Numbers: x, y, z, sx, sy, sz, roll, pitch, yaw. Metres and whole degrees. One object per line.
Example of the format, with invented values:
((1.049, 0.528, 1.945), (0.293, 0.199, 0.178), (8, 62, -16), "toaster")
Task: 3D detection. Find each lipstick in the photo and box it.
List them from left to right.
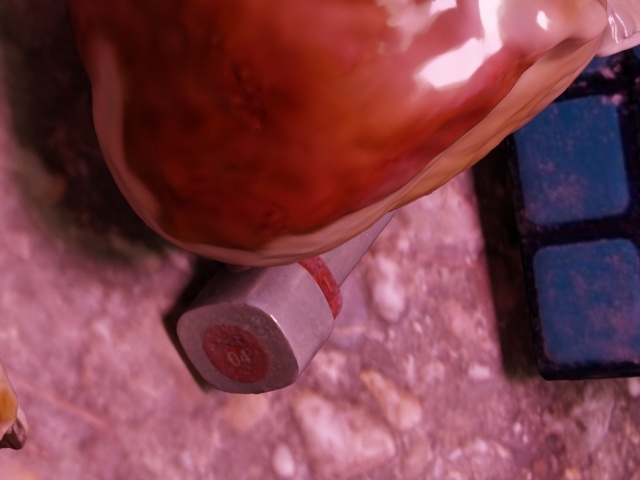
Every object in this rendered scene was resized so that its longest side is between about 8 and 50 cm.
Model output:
((-0.001, -0.001, 0.887), (0.057, 0.063, 0.186), (62, 39, -21), "lipstick")

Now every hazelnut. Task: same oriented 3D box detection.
((0.013, -0.110, 0.785), (0.261, 0.241, 0.261), (7, 81, -53), "hazelnut")

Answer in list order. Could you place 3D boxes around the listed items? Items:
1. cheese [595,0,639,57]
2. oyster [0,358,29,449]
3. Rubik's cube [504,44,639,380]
((0.058, -0.267, 0.917), (0.085, 0.034, 0.400), (-19, 75, -54), "cheese")
((-0.235, 0.035, 0.571), (0.341, 0.166, 0.110), (9, 77, -35), "oyster")
((0.324, -0.110, 1.030), (0.344, 0.337, 0.344), (-10, 91, -53), "Rubik's cube")
